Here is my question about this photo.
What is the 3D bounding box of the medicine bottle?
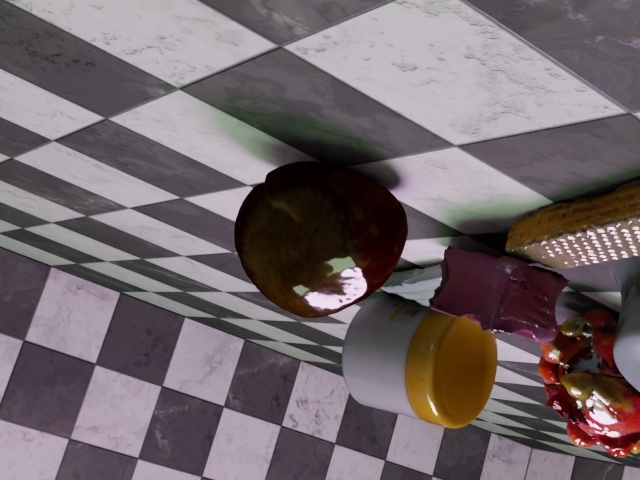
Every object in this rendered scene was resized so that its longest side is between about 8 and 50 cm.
[{"bbox_3d":[0.199,0.237,1.969,0.232,0.238,0.238,7,164,42],"label":"medicine bottle"}]

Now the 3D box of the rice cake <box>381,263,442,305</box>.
[{"bbox_3d":[0.203,0.083,1.756,0.127,0.043,0.237,23,165,-17],"label":"rice cake"}]

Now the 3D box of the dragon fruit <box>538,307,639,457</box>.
[{"bbox_3d":[0.476,0.236,1.653,0.307,0.227,0.243,22,161,-11],"label":"dragon fruit"}]

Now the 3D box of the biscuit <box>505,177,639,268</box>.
[{"bbox_3d":[0.346,-0.018,1.149,0.094,0.054,0.378,20,166,-16],"label":"biscuit"}]

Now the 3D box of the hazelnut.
[{"bbox_3d":[0.000,0.000,1.330,0.234,0.218,0.218,12,166,18],"label":"hazelnut"}]

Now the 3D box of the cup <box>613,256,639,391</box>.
[{"bbox_3d":[0.506,0.143,1.211,0.347,0.163,0.347,25,158,11],"label":"cup"}]

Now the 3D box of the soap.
[{"bbox_3d":[0.255,0.079,1.414,0.182,0.112,0.289,12,180,5],"label":"soap"}]
